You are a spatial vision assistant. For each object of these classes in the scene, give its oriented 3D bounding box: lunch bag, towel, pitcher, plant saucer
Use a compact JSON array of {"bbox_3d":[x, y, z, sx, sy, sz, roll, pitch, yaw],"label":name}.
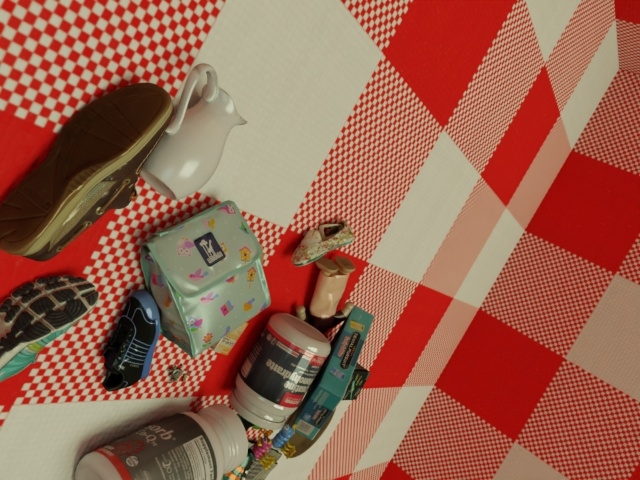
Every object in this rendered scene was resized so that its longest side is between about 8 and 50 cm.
[{"bbox_3d":[-0.238,0.068,1.158,0.223,0.160,0.262,-32,130,-35],"label":"lunch bag"},{"bbox_3d":[-0.270,0.805,1.835,0.324,0.056,0.312,-52,148,-11],"label":"towel"},{"bbox_3d":[-0.230,-0.188,0.976,0.207,0.125,0.178,-56,157,-19],"label":"pitcher"},{"bbox_3d":[-0.044,0.663,2.043,0.278,0.041,0.278,-35,142,-33],"label":"plant saucer"}]

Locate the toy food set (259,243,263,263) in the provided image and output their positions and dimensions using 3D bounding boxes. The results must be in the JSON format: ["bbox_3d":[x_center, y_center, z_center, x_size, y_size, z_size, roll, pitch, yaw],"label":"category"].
[{"bbox_3d":[-0.171,0.052,1.362,0.082,0.020,0.083,-28,138,-39],"label":"toy food set"}]

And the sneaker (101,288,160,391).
[{"bbox_3d":[-0.389,0.209,1.137,0.090,0.081,0.232,-23,134,-51],"label":"sneaker"}]

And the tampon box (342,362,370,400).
[{"bbox_3d":[0.082,0.495,2.016,0.161,0.101,0.120,24,96,-58],"label":"tampon box"}]

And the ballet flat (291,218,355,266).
[{"bbox_3d":[0.000,0.000,1.520,0.241,0.091,0.077,-25,105,-48],"label":"ballet flat"}]

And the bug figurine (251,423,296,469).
[{"bbox_3d":[-0.140,0.540,1.675,0.072,0.279,0.216,29,112,-20],"label":"bug figurine"}]

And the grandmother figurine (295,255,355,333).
[{"bbox_3d":[0.007,0.210,1.684,0.208,0.104,0.342,6,118,-26],"label":"grandmother figurine"}]

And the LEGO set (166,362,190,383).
[{"bbox_3d":[-0.340,0.324,1.355,0.083,0.023,0.054,15,104,-57],"label":"LEGO set"}]

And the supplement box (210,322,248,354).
[{"bbox_3d":[-0.235,0.234,1.414,0.098,0.036,0.062,-56,148,-3],"label":"supplement box"}]

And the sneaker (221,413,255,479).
[{"bbox_3d":[-0.240,0.636,1.551,0.121,0.108,0.302,6,81,-15],"label":"sneaker"}]

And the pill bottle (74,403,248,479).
[{"bbox_3d":[-0.361,0.533,1.328,0.363,0.210,0.210,-13,126,-50],"label":"pill bottle"}]

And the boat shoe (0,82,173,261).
[{"bbox_3d":[-0.356,-0.103,0.896,0.342,0.123,0.123,-52,160,-10],"label":"boat shoe"}]

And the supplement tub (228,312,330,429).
[{"bbox_3d":[-0.112,0.354,1.539,0.272,0.191,0.191,-60,149,3],"label":"supplement tub"}]

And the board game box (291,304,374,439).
[{"bbox_3d":[0.041,0.397,1.712,0.254,0.079,0.336,-63,177,41],"label":"board game box"}]

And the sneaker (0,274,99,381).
[{"bbox_3d":[-0.503,0.158,0.946,0.275,0.107,0.110,-37,162,-23],"label":"sneaker"}]
